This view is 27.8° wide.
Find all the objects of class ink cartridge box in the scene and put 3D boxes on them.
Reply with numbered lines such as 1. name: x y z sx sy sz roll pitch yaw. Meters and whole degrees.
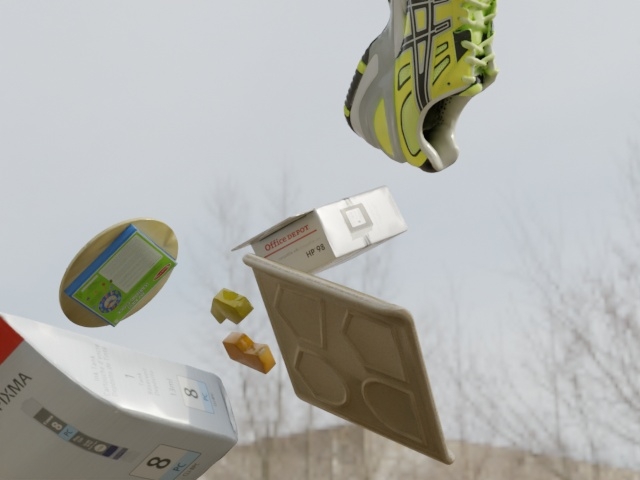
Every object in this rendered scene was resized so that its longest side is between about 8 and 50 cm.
1. ink cartridge box: -0.314 0.198 1.157 0.385 0.091 0.308 21 -54 -42
2. ink cartridge box: 0.000 0.000 1.411 0.104 0.060 0.180 -28 -5 38

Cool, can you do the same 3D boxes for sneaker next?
1. sneaker: 0.157 -0.252 1.479 0.145 0.147 0.385 -22 -38 -40

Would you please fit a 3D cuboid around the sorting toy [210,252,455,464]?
1. sorting toy: -0.001 0.103 1.335 0.307 0.041 0.229 18 -38 40

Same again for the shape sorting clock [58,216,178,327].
1. shape sorting clock: -0.305 0.048 1.956 0.206 0.040 0.206 -26 -41 -25
